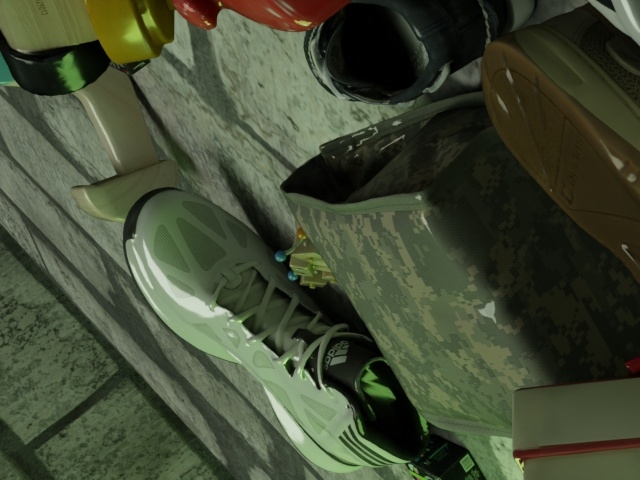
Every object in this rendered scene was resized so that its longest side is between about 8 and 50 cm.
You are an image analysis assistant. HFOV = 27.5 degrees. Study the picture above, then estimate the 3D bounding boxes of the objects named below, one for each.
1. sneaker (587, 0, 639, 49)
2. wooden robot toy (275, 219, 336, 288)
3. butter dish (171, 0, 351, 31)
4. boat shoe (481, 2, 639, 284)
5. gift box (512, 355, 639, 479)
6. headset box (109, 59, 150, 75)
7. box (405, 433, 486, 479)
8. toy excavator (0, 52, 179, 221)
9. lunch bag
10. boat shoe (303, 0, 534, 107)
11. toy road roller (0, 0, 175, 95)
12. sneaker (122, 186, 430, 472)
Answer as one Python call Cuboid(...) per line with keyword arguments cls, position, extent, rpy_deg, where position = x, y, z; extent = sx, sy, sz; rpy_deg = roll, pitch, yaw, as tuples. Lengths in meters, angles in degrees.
Cuboid(cls="sneaker", position=(0.155, -0.167, 0.709), extent=(0.217, 0.079, 0.121), rpy_deg=(43, -175, -10))
Cuboid(cls="wooden robot toy", position=(0.000, 0.000, 1.416), extent=(0.076, 0.079, 0.173), rpy_deg=(4, 167, 8))
Cuboid(cls="butter dish", position=(-0.046, -0.183, 0.818), extent=(0.160, 0.118, 0.160), rpy_deg=(41, -179, -30))
Cuboid(cls="boat shoe", position=(0.227, -0.008, 0.703), extent=(0.341, 0.110, 0.122), rpy_deg=(54, 162, 23))
Cuboid(cls="gift box", position=(0.270, 0.213, 0.787), extent=(0.255, 0.276, 0.258), rpy_deg=(66, -158, -52))
Cuboid(cls="headset box", position=(-0.247, -0.244, 1.566), extent=(0.062, 0.032, 0.083), rpy_deg=(26, 148, 52))
Cuboid(cls="box", position=(0.151, 0.280, 1.582), extent=(0.083, 0.052, 0.062), rpy_deg=(13, 138, 61))
Cuboid(cls="toy excavator", position=(-0.380, -0.252, 1.619), extent=(0.222, 0.445, 0.433), rpy_deg=(-175, 91, -67))
Cuboid(cls="lunch bag", position=(0.108, 0.021, 1.005), extent=(0.235, 0.169, 0.287), rpy_deg=(56, 157, -16))
Cuboid(cls="boat shoe", position=(0.039, -0.150, 0.961), extent=(0.114, 0.091, 0.302), rpy_deg=(54, 162, -6))
Cuboid(cls="toy road roller", position=(-0.169, -0.293, 1.104), extent=(0.202, 0.240, 0.330), rpy_deg=(76, -172, -52))
Cuboid(cls="sneaker", position=(-0.026, 0.093, 1.540), extent=(0.447, 0.169, 0.257), rpy_deg=(47, 154, -12))
